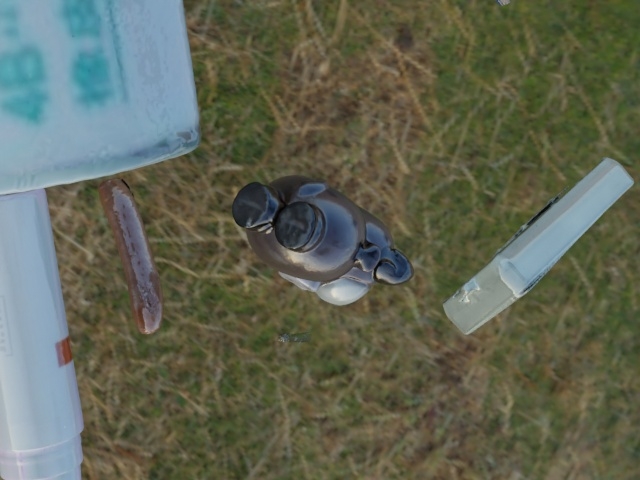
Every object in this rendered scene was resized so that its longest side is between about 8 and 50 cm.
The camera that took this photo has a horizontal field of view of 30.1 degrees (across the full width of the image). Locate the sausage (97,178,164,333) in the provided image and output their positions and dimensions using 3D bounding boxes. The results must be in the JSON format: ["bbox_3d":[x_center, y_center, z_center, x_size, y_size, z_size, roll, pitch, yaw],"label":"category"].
[{"bbox_3d":[-0.214,0.015,1.361,0.043,0.043,0.186,-10,77,-34],"label":"sausage"}]

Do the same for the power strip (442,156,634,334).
[{"bbox_3d":[0.162,0.001,0.882,0.035,0.081,0.192,48,50,5],"label":"power strip"}]

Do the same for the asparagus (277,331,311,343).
[{"bbox_3d":[-0.039,0.143,1.752,0.018,0.015,0.127,-44,166,10],"label":"asparagus"}]

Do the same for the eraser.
[{"bbox_3d":[-0.174,-0.176,0.655,0.189,0.104,0.290,-15,111,-25],"label":"eraser"}]

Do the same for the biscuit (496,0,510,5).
[{"bbox_3d":[0.209,-0.356,1.508,0.019,0.130,0.119,-22,167,7],"label":"biscuit"}]

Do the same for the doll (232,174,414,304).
[{"bbox_3d":[0.000,-0.002,1.354,0.117,0.182,0.257,-61,156,-4],"label":"doll"}]

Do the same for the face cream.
[{"bbox_3d":[-0.307,0.121,1.236,0.102,0.102,0.346,-13,102,-33],"label":"face cream"}]
